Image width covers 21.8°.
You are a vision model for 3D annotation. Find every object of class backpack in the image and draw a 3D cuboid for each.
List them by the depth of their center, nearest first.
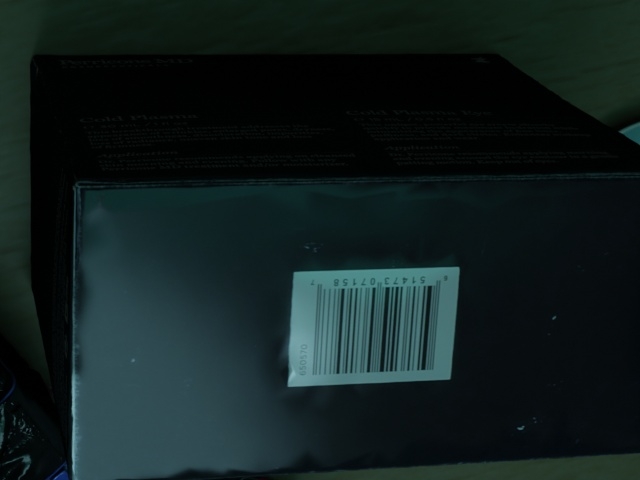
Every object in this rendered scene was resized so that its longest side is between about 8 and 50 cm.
[{"bbox_3d":[-0.259,0.148,1.110,0.173,0.158,0.117,-39,118,-5],"label":"backpack"}]

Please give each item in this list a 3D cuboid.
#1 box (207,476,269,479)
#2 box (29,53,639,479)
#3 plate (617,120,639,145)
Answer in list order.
[{"bbox_3d":[-0.118,0.305,1.198,0.143,0.165,0.270,24,102,-20],"label":"box"},{"bbox_3d":[0.000,0.000,1.042,0.343,0.312,0.179,-1,109,-13],"label":"box"},{"bbox_3d":[0.255,-0.007,1.259,0.188,0.024,0.188,-5,110,-13],"label":"plate"}]
